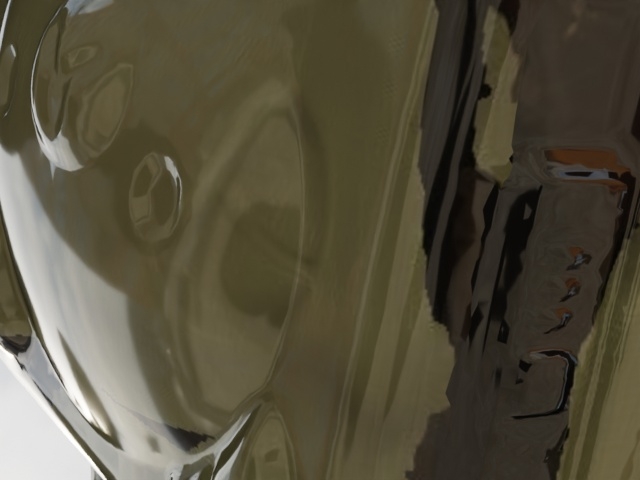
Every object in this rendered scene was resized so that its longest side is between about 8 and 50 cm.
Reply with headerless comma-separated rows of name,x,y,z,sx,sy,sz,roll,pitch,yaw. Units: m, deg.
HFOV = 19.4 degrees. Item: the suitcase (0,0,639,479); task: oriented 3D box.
suitcase,0.000,0.000,0.605,0.194,0.351,0.339,-2,-69,-29
